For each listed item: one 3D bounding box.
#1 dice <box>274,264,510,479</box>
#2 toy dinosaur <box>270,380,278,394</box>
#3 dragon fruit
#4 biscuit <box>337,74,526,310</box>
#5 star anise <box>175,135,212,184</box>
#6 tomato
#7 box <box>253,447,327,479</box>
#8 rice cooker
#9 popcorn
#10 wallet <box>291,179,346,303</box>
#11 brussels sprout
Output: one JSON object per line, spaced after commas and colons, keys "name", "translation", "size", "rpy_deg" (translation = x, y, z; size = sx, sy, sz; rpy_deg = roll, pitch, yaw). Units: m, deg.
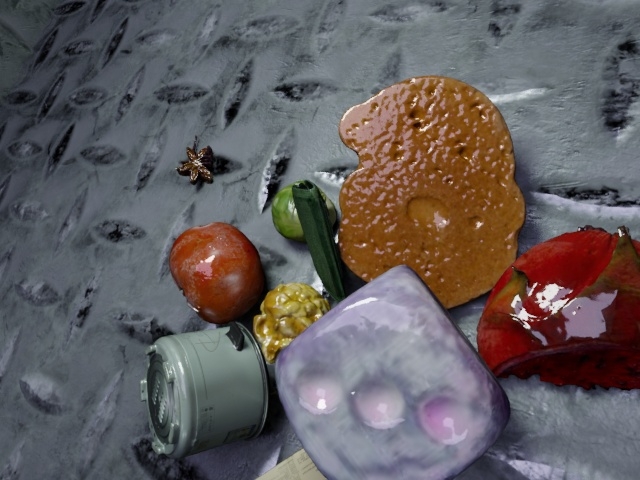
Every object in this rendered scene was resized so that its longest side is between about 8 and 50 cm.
{"name": "dice", "translation": [0.108, 0.216, 0.703], "size": [0.271, 0.270, 0.270], "rpy_deg": [-37, 78, 8]}
{"name": "toy dinosaur", "translation": [-0.064, 0.305, 0.927], "size": [0.083, 0.030, 0.047], "rpy_deg": [-20, 63, 18]}
{"name": "dragon fruit", "translation": [0.428, 0.103, 0.711], "size": [0.343, 0.100, 0.283], "rpy_deg": [-3, 73, 22]}
{"name": "biscuit", "translation": [0.206, -0.078, 0.844], "size": [0.349, 0.078, 0.457], "rpy_deg": [2, 94, 15]}
{"name": "star anise", "translation": [-0.361, -0.239, 1.286], "size": [0.097, 0.070, 0.191], "rpy_deg": [-2, 64, -4]}
{"name": "tomato", "translation": [-0.223, 0.072, 1.001], "size": [0.188, 0.232, 0.232], "rpy_deg": [-30, 58, -7]}
{"name": "box", "translation": [0.005, 0.460, 0.791], "size": [0.211, 0.095, 0.168], "rpy_deg": [-36, 57, 9]}
{"name": "rice cooker", "translation": [-0.219, 0.290, 0.884], "size": [0.241, 0.226, 0.281], "rpy_deg": [39, 121, 45]}
{"name": "popcorn", "translation": [-0.056, 0.173, 0.902], "size": [0.179, 0.170, 0.180], "rpy_deg": [-1, 92, -14]}
{"name": "wallet", "translation": [0.003, -0.001, 0.896], "size": [0.055, 0.236, 0.160], "rpy_deg": [-19, 16, -7]}
{"name": "brussels sprout", "translation": [-0.044, -0.067, 1.025], "size": [0.154, 0.117, 0.155], "rpy_deg": [-14, 57, 23]}
